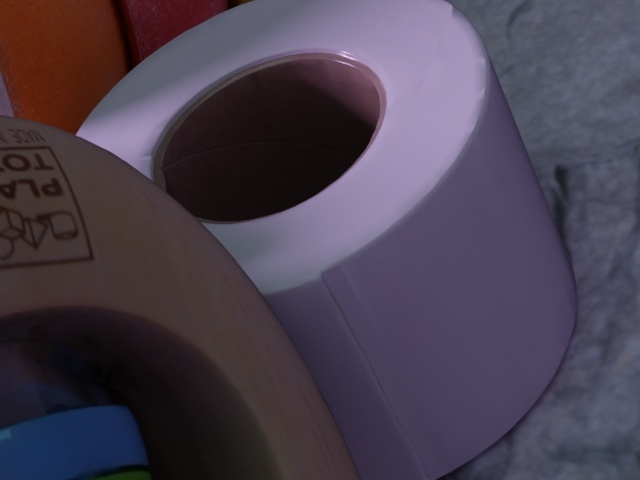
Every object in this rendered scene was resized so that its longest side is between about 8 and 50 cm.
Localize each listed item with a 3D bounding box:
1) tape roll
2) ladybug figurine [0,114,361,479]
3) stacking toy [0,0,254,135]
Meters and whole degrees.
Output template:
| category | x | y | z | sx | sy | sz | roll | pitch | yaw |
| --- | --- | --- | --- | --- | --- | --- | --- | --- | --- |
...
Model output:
| category | x | y | z | sx | sy | sz | roll | pitch | yaw |
| --- | --- | --- | --- | --- | --- | --- | --- | --- | --- |
| tape roll | 0.000 | 0.000 | 1.029 | 0.246 | 0.169 | 0.246 | -15 | 42 | 14 |
| ladybug figurine | -0.122 | 0.160 | 0.810 | 0.162 | 0.305 | 0.449 | -33 | 67 | 51 |
| stacking toy | -0.127 | -0.187 | 1.264 | 0.480 | 0.350 | 0.350 | -27 | 36 | -29 |
